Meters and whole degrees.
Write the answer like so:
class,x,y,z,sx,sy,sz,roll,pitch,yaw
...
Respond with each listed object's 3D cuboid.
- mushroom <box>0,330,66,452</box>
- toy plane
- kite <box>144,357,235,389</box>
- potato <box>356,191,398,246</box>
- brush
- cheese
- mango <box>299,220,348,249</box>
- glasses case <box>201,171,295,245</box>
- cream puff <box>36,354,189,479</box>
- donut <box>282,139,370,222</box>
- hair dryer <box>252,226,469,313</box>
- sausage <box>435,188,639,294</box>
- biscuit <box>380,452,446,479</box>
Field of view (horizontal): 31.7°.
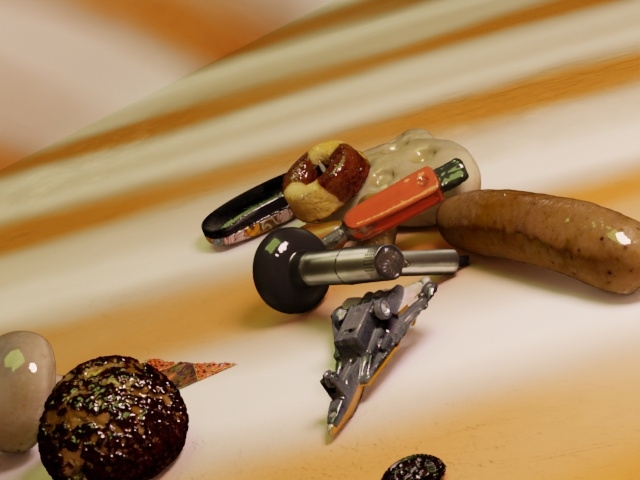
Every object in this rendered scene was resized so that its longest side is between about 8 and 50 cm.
class,x,y,z,sx,sy,sz,roll,pitch,yaw
mushroom,-0.483,0.258,1.909,0.215,0.207,0.207,8,5,-35
toy plane,0.056,0.172,1.732,0.204,0.103,0.316,-18,21,34
kite,-0.261,0.244,1.954,0.222,0.008,0.125,-3,30,35
potato,0.105,-0.026,2.132,0.091,0.070,0.138,-34,44,44
brush,0.121,-0.058,2.058,0.323,0.051,0.070,-31,50,8
cheese,0.131,-0.090,2.243,0.328,0.129,0.351,-28,23,-7
mango,0.000,0.000,2.198,0.127,0.077,0.063,-19,6,18
glasses case,-0.109,-0.080,2.464,0.321,0.082,0.122,-27,23,-15
cream puff,-0.323,0.275,1.723,0.239,0.165,0.239,-14,24,6
donut,0.005,-0.124,2.216,0.184,0.073,0.166,-33,39,14
hair dryer,0.088,0.066,1.955,0.284,0.155,0.320,19,-14,-39
sausage,0.354,-0.017,1.879,0.123,0.136,0.501,-47,31,-18
biscuit,0.121,0.311,1.466,0.087,0.027,0.089,-12,23,19
